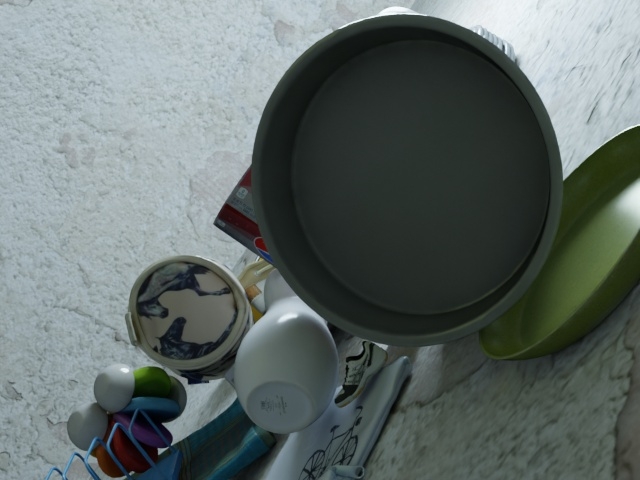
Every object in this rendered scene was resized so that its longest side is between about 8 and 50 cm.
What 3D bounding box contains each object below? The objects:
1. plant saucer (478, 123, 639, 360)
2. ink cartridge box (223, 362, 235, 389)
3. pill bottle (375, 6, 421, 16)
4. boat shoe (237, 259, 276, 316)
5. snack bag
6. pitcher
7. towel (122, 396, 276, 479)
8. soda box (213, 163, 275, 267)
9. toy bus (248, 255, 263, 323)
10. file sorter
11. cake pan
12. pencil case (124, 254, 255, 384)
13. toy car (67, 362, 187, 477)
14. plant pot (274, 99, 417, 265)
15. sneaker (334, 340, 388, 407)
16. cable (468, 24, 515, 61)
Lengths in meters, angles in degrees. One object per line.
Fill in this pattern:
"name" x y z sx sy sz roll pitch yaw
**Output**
"plant saucer" 0.222 0.008 0.937 0.241 0.037 0.241 -54 8 11
"ink cartridge box" 0.012 0.092 1.677 0.296 0.066 0.261 -49 -8 37
"pill bottle" 0.100 -0.268 1.786 0.119 0.119 0.209 -43 14 54
"boat shoe" 0.000 0.000 1.777 0.302 0.103 0.113 -42 -6 -14
"snack bag" -0.032 0.290 1.273 0.343 0.037 0.323 -59 9 -25
"pitcher" -0.033 0.157 1.372 0.207 0.125 0.178 -81 -17 -57
"towel" -0.235 0.364 1.655 0.370 0.040 0.271 -35 9 -4
"soda box" 0.006 0.010 1.335 0.083 0.263 0.092 -58 5 -23
"toy bus" -0.118 0.118 2.147 0.333 0.108 0.130 -46 14 45
"file sorter" -0.300 0.338 1.593 0.170 0.104 0.118 -35 11 5
"cake pan" 0.077 -0.053 0.994 0.293 0.293 0.054 -52 -15 23
"pencil case" -0.191 0.127 1.660 0.183 0.160 0.410 -27 -8 -7
"toy car" -0.284 0.284 1.706 0.182 0.159 0.136 -54 46 10
"plant pot" 0.109 -0.041 1.176 0.227 0.207 0.228 -52 10 26
"sneaker" 0.038 0.149 1.249 0.083 0.037 0.032 -51 8 -1
"cable" 0.198 -0.217 1.736 0.257 0.089 0.257 -54 9 12
